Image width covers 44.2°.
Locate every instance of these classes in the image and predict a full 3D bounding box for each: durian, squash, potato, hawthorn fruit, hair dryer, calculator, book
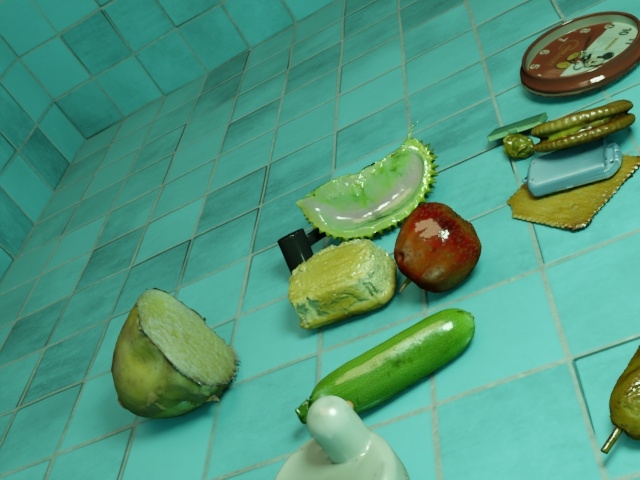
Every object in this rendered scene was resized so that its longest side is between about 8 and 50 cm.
[{"bbox_3d":[0.133,-0.112,1.892,0.355,0.169,0.157,-33,27,6],"label":"durian"},{"bbox_3d":[0.122,0.240,1.462,0.379,0.101,0.101,-28,30,3],"label":"squash"},{"bbox_3d":[-0.359,0.294,1.765,0.237,0.301,0.289,-49,-8,16],"label":"potato"},{"bbox_3d":[0.227,0.029,1.605,0.200,0.179,0.179,-55,28,8],"label":"hawthorn fruit"},{"bbox_3d":[-0.001,-0.002,1.974,0.070,0.114,0.248,-10,17,44],"label":"hair dryer"},{"bbox_3d":[0.525,-0.154,1.656,0.210,0.039,0.121,-16,31,29],"label":"calculator"},{"bbox_3d":[0.473,-0.272,1.897,0.135,0.017,0.103,-17,11,29],"label":"book"}]

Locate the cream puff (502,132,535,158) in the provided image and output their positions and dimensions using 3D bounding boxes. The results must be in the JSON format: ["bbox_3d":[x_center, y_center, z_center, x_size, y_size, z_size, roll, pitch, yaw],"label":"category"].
[{"bbox_3d":[0.460,-0.218,1.832,0.083,0.083,0.058,29,110,46],"label":"cream puff"}]

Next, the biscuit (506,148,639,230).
[{"bbox_3d":[0.520,-0.113,1.656,0.232,0.013,0.237,-45,29,-17],"label":"biscuit"}]

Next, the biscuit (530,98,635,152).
[{"bbox_3d":[0.558,-0.243,1.680,0.220,0.066,0.220,-17,4,1],"label":"biscuit"}]

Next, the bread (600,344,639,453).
[{"bbox_3d":[0.518,0.179,1.159,0.344,0.084,0.124,-45,30,-16],"label":"bread"}]

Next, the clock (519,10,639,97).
[{"bbox_3d":[0.652,-0.457,1.958,0.318,0.080,0.318,-21,33,15],"label":"clock"}]

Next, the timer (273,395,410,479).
[{"bbox_3d":[0.020,0.384,1.210,0.233,0.240,0.233,-25,31,16],"label":"timer"}]

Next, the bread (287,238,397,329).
[{"bbox_3d":[0.047,0.094,1.728,0.245,0.121,0.174,-20,41,17],"label":"bread"}]
